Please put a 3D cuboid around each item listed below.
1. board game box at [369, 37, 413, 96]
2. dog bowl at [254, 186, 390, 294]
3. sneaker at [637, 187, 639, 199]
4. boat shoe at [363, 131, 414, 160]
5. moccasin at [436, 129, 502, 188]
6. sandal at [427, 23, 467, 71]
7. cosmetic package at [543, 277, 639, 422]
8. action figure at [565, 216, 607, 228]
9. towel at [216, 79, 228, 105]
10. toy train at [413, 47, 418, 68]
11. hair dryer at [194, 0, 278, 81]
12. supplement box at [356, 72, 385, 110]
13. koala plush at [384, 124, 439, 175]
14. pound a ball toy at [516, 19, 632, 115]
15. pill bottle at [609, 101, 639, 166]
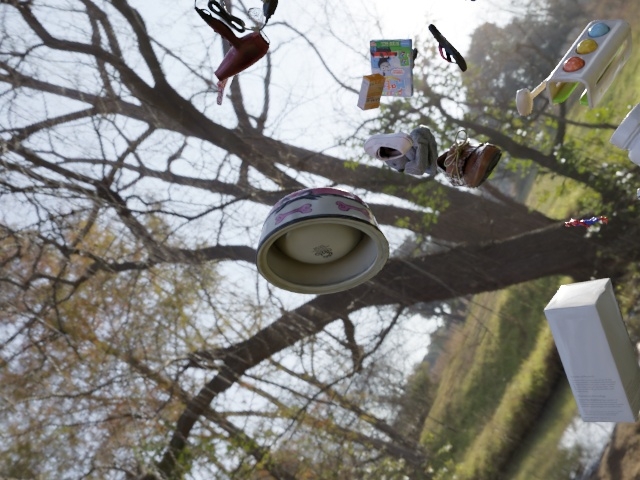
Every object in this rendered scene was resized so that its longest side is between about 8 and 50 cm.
[{"bbox_3d":[0.271,-0.655,2.109,0.039,0.160,0.212,-52,-38,-49],"label":"board game box"},{"bbox_3d":[0.000,0.000,1.711,0.408,0.407,0.150,85,178,-53],"label":"dog bowl"},{"bbox_3d":[0.899,-0.120,1.493,0.032,0.083,0.037,-20,-67,-31],"label":"sneaker"},{"bbox_3d":[0.235,-0.342,2.066,0.084,0.095,0.258,-56,23,-19],"label":"boat shoe"},{"bbox_3d":[0.444,-0.249,1.712,0.139,0.147,0.380,-54,4,6],"label":"moccasin"},{"bbox_3d":[0.378,-0.576,1.676,0.040,0.179,0.067,-41,-4,35],"label":"sandal"},{"bbox_3d":[0.809,0.320,1.621,0.197,0.155,0.366,-27,-83,-46],"label":"cosmetic package"},{"bbox_3d":[0.778,-0.052,1.628,0.038,0.115,0.030,-86,-7,-76],"label":"action figure"},{"bbox_3d":[-0.304,-0.531,1.801,0.197,0.029,0.144,164,127,-76],"label":"towel"},{"bbox_3d":[0.420,-0.811,2.557,0.036,0.027,0.158,28,-102,-53],"label":"toy train"},{"bbox_3d":[-0.248,-0.578,1.560,0.294,0.223,0.080,110,156,-45],"label":"hair dryer"},{"bbox_3d":[0.148,-0.435,1.626,0.062,0.036,0.098,-18,-42,-30],"label":"supplement box"},{"bbox_3d":[0.356,-0.362,2.300,0.196,0.221,0.203,-9,-85,-51],"label":"koala plush"},{"bbox_3d":[0.726,-0.504,1.603,0.319,0.208,0.136,-49,-49,-19],"label":"pound a ball toy"},{"bbox_3d":[0.969,-0.253,1.534,0.160,0.283,0.160,-42,-22,-21],"label":"pill bottle"}]
